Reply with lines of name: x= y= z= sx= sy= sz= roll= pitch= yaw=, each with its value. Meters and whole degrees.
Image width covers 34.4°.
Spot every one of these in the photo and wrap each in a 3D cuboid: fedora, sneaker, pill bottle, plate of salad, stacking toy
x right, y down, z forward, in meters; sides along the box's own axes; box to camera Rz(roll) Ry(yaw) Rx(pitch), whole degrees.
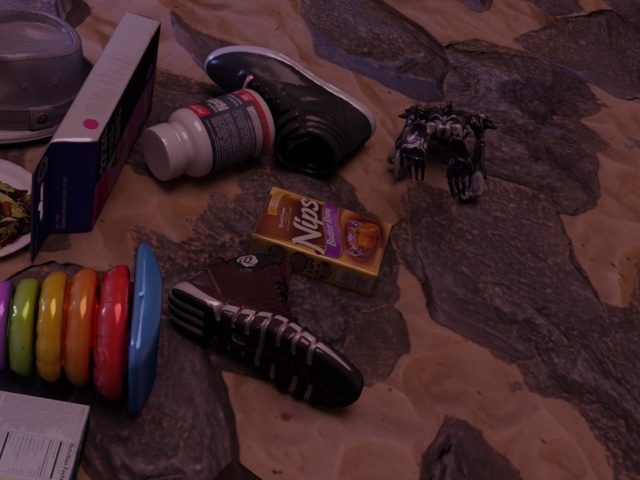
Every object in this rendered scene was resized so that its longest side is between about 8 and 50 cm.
fedora: x=-0.467 y=-0.265 z=1.558 sx=0.276 sy=0.124 sz=0.243 roll=-9 pitch=50 yaw=-23
sneaker: x=-0.066 y=-0.205 z=1.623 sx=0.296 sy=0.104 sz=0.147 roll=26 pitch=41 yaw=4
pill bottle: x=-0.169 y=-0.154 z=1.546 sx=0.180 sy=0.108 sz=0.108 roll=-24 pitch=58 yaw=-32
sneaker: x=-0.045 y=0.094 z=1.354 sx=0.281 sy=0.106 sz=0.162 roll=28 pitch=44 yaw=12
plate of salad: x=-0.473 y=-0.053 z=1.411 sx=0.200 sy=0.048 sz=0.199 roll=8 pitch=45 yaw=-8
stacking toy: x=-0.342 y=0.102 z=1.223 sx=0.302 sy=0.165 sz=0.175 roll=3 pitch=55 yaw=-10

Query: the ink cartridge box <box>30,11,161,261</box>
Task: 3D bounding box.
ink cartridge box: x=-0.312 y=-0.147 z=1.453 sx=0.069 sy=0.175 sz=0.371 roll=18 pitch=46 yaw=0

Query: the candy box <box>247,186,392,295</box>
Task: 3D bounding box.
candy box: x=0.000 y=0.000 z=1.489 sx=0.187 sy=0.053 sz=0.109 roll=17 pitch=46 yaw=2

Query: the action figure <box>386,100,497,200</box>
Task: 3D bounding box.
action figure: x=0.186 y=-0.141 z=1.619 sx=0.164 sy=0.140 sz=0.275 roll=13 pitch=19 yaw=8

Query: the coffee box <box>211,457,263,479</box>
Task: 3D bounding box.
coffee box: x=-0.124 y=0.389 z=1.040 sx=0.168 sy=0.118 sz=0.297 roll=33 pitch=48 yaw=16

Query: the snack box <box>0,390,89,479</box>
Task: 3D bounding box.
snack box: x=-0.372 y=0.305 z=1.093 sx=0.187 sy=0.060 sz=0.322 roll=11 pitch=46 yaw=-5
